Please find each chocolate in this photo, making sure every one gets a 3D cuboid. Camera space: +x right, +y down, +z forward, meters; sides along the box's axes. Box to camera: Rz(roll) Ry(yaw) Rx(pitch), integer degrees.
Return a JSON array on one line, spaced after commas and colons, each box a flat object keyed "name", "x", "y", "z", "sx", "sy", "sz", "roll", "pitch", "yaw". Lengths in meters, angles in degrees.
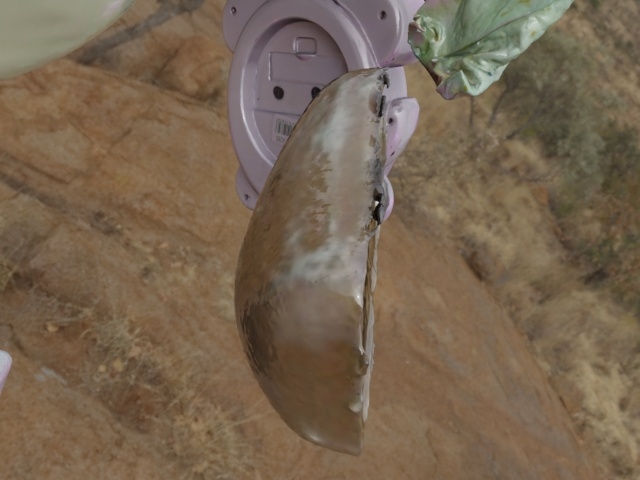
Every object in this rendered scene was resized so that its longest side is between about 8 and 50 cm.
[{"name": "chocolate", "x": -0.001, "y": -0.001, "z": 0.430, "sx": 0.261, "sy": 0.083, "sz": 0.161, "roll": -79, "pitch": 170, "yaw": -51}]

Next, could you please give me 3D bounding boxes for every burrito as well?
[{"name": "burrito", "x": 0.192, "y": -0.250, "z": 0.704, "sx": 0.089, "sy": 0.229, "sz": 0.144, "roll": 16, "pitch": 35, "yaw": -48}]

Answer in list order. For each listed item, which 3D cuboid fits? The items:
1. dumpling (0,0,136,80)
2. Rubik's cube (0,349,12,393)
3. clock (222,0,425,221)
[{"name": "dumpling", "x": -0.176, "y": -0.206, "z": 0.288, "sx": 0.233, "sy": 0.395, "sz": 0.316, "roll": 28, "pitch": 34, "yaw": -8}, {"name": "Rubik's cube", "x": -0.505, "y": 0.242, "z": 0.589, "sx": 0.321, "sy": 0.316, "sz": 0.319, "roll": 21, "pitch": 14, "yaw": -14}, {"name": "clock", "x": -0.006, "y": -0.185, "z": 0.953, "sx": 0.113, "sy": 0.295, "sz": 0.322, "roll": -21, "pitch": 119, "yaw": -53}]
